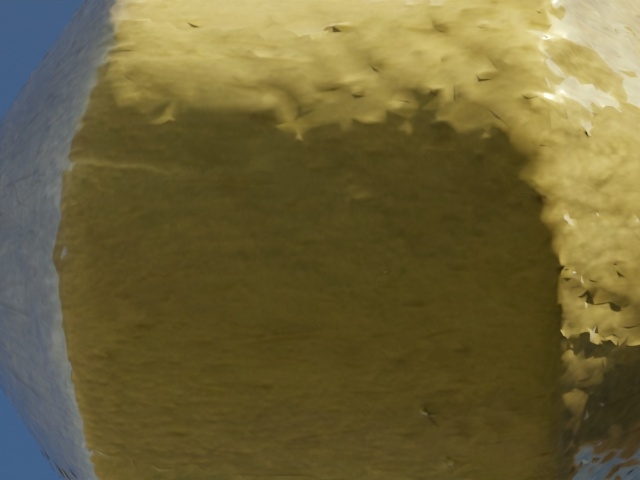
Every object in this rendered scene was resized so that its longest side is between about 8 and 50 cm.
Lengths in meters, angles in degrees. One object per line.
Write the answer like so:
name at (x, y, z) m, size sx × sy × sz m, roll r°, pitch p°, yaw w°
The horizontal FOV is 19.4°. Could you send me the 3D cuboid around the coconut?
coconut at (0.000, 0.000, 0.627) m, size 0.266 × 0.237 × 0.237 m, roll -3°, pitch -85°, yaw 9°
